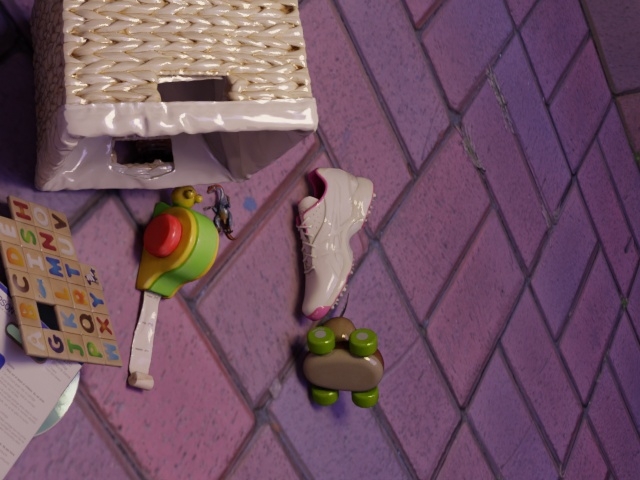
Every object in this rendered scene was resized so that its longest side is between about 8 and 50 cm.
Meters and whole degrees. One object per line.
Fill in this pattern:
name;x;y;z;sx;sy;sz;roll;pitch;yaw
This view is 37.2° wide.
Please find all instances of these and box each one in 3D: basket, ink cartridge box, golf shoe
basket;-0.215;-0.226;1.280;0.328;0.331;0.266;-5;84;-23
ink cartridge box;-0.458;0.240;1.149;0.176;0.069;0.371;53;54;-30
golf shoe;0.000;0.000;1.798;0.140;0.115;0.306;25;65;-19

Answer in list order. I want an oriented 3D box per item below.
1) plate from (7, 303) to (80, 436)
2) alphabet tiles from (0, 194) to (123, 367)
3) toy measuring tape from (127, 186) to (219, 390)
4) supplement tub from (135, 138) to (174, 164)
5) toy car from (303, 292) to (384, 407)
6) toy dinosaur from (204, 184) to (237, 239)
plate;-0.407;0.173;1.285;0.188;0.024;0.188;12;74;-49
alphabet tiles;-0.357;0.055;1.290;0.198;0.009;0.237;25;41;-63
toy measuring tape;-0.223;0.065;1.470;0.121;0.121;0.330;27;63;-47
supplement tub;-0.234;-0.188;1.507;0.106;0.106;0.198;26;64;-47
toy car;0.051;0.194;1.795;0.188;0.149;0.155;-76;165;-55
toy dinosaur;-0.173;-0.052;1.634;0.090;0.047;0.082;77;10;-69
